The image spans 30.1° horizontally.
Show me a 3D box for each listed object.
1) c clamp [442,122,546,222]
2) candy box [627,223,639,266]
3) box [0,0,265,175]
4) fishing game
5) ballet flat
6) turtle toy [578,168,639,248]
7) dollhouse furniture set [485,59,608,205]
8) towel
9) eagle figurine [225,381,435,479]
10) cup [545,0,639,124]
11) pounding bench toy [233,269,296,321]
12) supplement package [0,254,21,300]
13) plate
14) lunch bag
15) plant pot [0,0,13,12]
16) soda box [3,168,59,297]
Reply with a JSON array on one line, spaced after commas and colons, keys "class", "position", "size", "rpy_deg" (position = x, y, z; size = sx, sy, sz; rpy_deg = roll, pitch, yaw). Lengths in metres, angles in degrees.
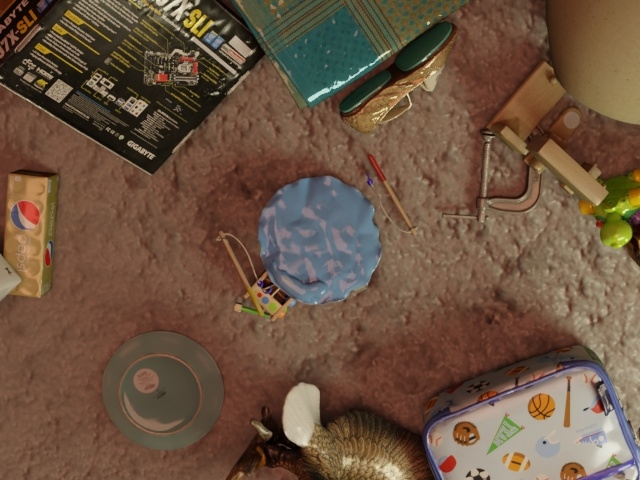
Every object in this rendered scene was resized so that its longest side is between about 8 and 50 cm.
[{"class": "c clamp", "position": [0.255, -0.100, 1.706], "size": [0.137, 0.022, 0.161], "rpy_deg": [9, 99, 1]}, {"class": "candy box", "position": [0.528, -0.012, 1.659], "size": [0.186, 0.109, 0.053], "rpy_deg": [-14, 100, 5]}, {"class": "box", "position": [-0.254, -0.255, 1.584], "size": [0.257, 0.322, 0.079], "rpy_deg": [-47, 52, 9]}, {"class": "fishing game", "position": [0.000, 0.000, 1.717], "size": [0.264, 0.041, 0.189], "rpy_deg": [-31, 91, -7]}, {"class": "ballet flat", "position": [0.120, -0.225, 1.683], "size": [0.206, 0.073, 0.067], "rpy_deg": [-36, 122, 11]}, {"class": "turtle toy", "position": [0.414, -0.043, 1.661], "size": [0.095, 0.130, 0.066], "rpy_deg": [-10, 123, 29]}, {"class": "dollhouse furniture set", "position": [0.339, -0.149, 1.620], "size": [0.144, 0.151, 0.123], "rpy_deg": [39, 92, -15]}, {"class": "towel", "position": [0.055, -0.383, 1.616], "size": [0.370, 0.040, 0.271], "rpy_deg": [-34, 108, -3]}, {"class": "eagle figurine", "position": [0.029, 0.352, 1.719], "size": [0.298, 0.225, 0.226], "rpy_deg": [25, 87, 10]}, {"class": "cup", "position": [0.426, -0.293, 1.544], "size": [0.331, 0.331, 0.237], "rpy_deg": [20, 127, 0]}, {"class": "pounding bench toy", "position": [-0.079, 0.090, 1.745], "size": [0.065, 0.052, 0.083], "rpy_deg": [42, 100, -4]}, {"class": "supplement package", "position": [-0.611, 0.094, 1.691], "size": [0.293, 0.177, 0.175], "rpy_deg": [-40, 86, 17]}, {"class": "plate", "position": [-0.240, 0.230, 1.794], "size": [0.188, 0.024, 0.188], "rpy_deg": [1, 100, 4]}, {"class": "lunch bag", "position": [0.313, 0.301, 1.725], "size": [0.303, 0.115, 0.243], "rpy_deg": [-20, 100, 8]}, {"class": "plant pot", "position": [-0.397, -0.455, 1.606], "size": [0.237, 0.237, 0.254], "rpy_deg": [2, 87, 3]}, {"class": "soda box", "position": [-0.427, -0.010, 1.750], "size": [0.061, 0.058, 0.181], "rpy_deg": [7, 99, 3]}]
